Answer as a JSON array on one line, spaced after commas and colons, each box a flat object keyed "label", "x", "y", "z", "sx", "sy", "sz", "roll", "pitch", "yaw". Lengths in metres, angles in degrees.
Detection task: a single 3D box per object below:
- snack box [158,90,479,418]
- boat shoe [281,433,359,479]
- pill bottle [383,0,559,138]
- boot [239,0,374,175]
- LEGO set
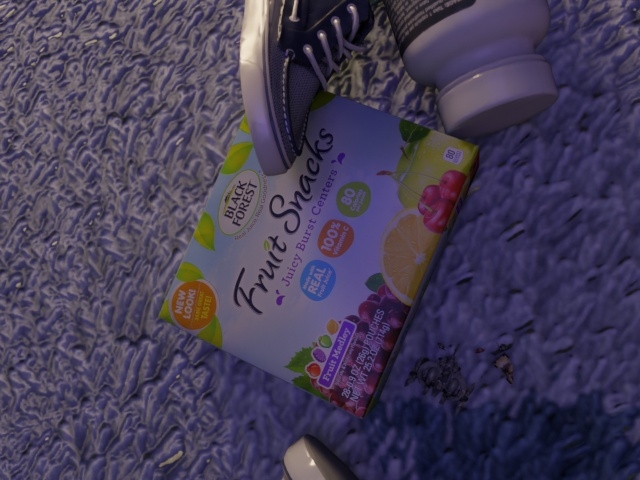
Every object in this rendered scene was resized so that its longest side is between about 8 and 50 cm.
[{"label": "snack box", "x": 0.000, "y": 0.000, "z": 0.501, "sx": 0.174, "sy": 0.070, "sz": 0.207, "roll": 24, "pitch": 89, "yaw": 15}, {"label": "boat shoe", "x": 0.034, "y": 0.264, "z": 0.459, "sx": 0.084, "sy": 0.095, "sz": 0.258, "roll": -34, "pitch": 78, "yaw": 3}, {"label": "pill bottle", "x": 0.102, "y": -0.171, "z": 0.476, "sx": 0.107, "sy": 0.108, "sz": 0.180, "roll": -17, "pitch": 82, "yaw": 10}, {"label": "boot", "x": -0.005, "y": -0.134, "z": 0.451, "sx": 0.086, "sy": 0.069, "sz": 0.190, "roll": -7, "pitch": 65, "yaw": 8}, {"label": "LEGO set", "x": 0.103, "y": 0.100, "z": 0.495, "sx": 0.083, "sy": 0.023, "sz": 0.054, "roll": -32, "pitch": 79, "yaw": 8}]
